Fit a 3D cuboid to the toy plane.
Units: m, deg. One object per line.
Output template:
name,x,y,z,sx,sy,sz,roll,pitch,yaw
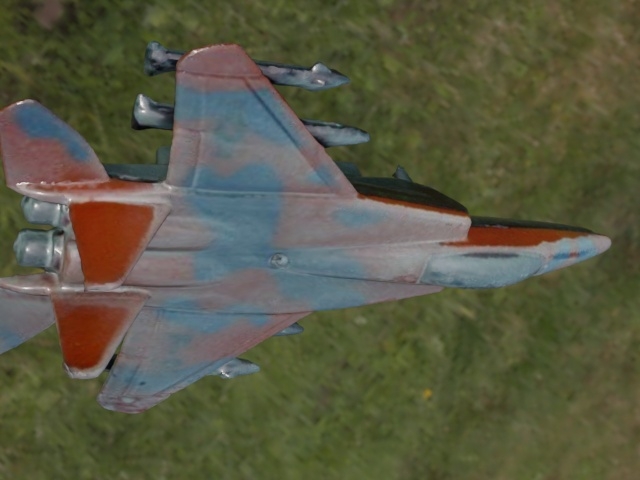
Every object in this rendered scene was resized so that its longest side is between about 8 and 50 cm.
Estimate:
toy plane,-0.003,-0.005,0.708,0.326,0.104,0.223,-5,132,-29
